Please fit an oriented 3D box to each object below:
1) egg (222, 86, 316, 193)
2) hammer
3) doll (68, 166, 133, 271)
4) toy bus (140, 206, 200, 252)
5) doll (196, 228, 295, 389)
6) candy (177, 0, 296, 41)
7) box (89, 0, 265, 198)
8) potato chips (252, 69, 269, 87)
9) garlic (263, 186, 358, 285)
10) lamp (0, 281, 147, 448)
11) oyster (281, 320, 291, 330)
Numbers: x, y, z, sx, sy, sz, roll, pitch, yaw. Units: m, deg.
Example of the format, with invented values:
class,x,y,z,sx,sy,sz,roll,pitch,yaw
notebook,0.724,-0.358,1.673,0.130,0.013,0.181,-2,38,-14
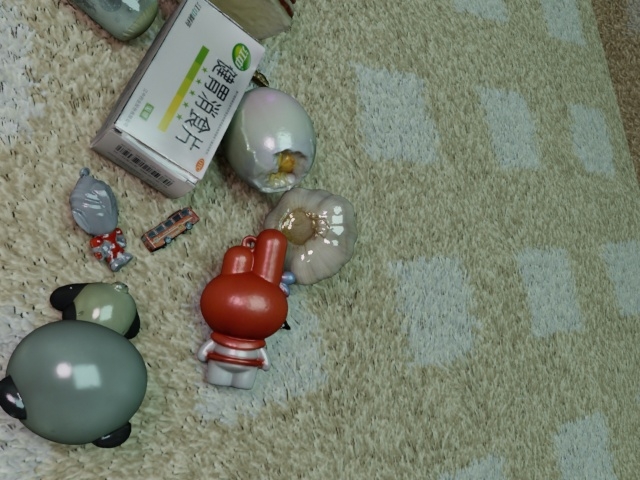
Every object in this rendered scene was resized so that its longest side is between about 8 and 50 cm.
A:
class,x,y,z,sx,sy,sz,roll,pitch,yaw
egg,-0.106,-0.207,1.214,0.183,0.183,0.217,-4,53,-39
hammer,-0.361,-0.523,1.173,0.202,0.113,0.306,43,47,-24
doll,-0.365,-0.034,1.035,0.094,0.079,0.180,-39,115,-53
toy bus,-0.271,-0.020,1.128,0.110,0.031,0.043,-41,96,-38
doll,-0.135,0.117,1.118,0.160,0.130,0.291,11,85,-5
candy,-0.199,-0.522,1.171,0.321,0.179,0.135,47,37,-45
box,-0.253,-0.256,1.124,0.173,0.145,0.333,33,63,-25
potato chips,-0.197,-0.358,1.289,0.203,0.026,0.037,11,77,-35
garlic,0.000,0.000,1.272,0.226,0.199,0.199,36,51,-62
lamp,-0.350,0.179,0.924,0.197,0.197,0.244,31,37,-27
oyster,-0.111,0.125,1.208,0.132,0.029,0.086,19,67,-26
